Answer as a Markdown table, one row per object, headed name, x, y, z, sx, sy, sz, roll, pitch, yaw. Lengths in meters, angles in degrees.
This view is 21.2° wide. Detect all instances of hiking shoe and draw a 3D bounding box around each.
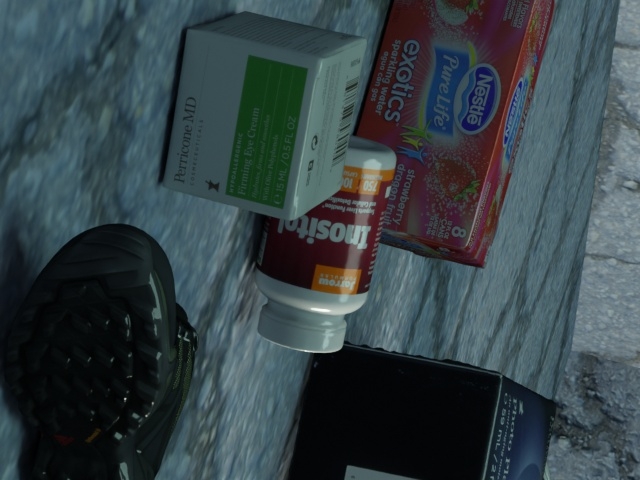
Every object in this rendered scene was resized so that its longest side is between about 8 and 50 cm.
| name | x | y | z | sx | sy | sz | roll | pitch | yaw |
| --- | --- | --- | --- | --- | --- | --- | --- | --- | --- |
| hiking shoe | -0.111 | 0.057 | 0.905 | 0.227 | 0.086 | 0.114 | 103 | 2 | -46 |

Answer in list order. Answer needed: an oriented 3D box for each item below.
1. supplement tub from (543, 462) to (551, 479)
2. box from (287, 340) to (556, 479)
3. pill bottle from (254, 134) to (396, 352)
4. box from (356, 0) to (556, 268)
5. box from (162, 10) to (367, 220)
| name | x | y | z | sx | sy | sz | roll | pitch | yaw |
| --- | --- | --- | --- | --- | --- | --- | --- | --- | --- |
| supplement tub | 0.166 | 0.326 | 2.000 | 0.272 | 0.191 | 0.191 | -34 | 137 | -69 |
| box | 0.091 | 0.262 | 1.579 | 0.294 | 0.183 | 0.296 | 30 | 70 | -71 |
| pill bottle | 0.000 | 0.000 | 1.239 | 0.086 | 0.086 | 0.152 | -27 | 130 | -72 |
| box | 0.112 | -0.116 | 1.483 | 0.128 | 0.123 | 0.256 | 35 | 70 | -74 |
| box | -0.032 | -0.078 | 1.030 | 0.102 | 0.087 | 0.101 | -35 | 138 | -68 |
